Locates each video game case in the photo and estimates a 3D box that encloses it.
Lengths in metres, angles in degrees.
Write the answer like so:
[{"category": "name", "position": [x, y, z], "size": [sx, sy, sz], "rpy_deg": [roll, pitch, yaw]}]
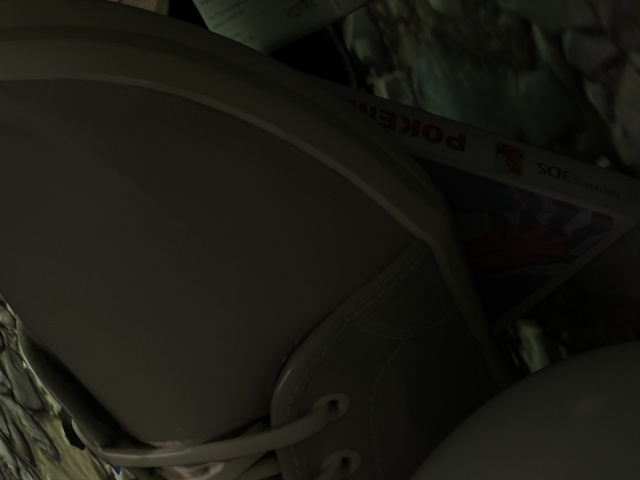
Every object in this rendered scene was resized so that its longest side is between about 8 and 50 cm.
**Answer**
[{"category": "video game case", "position": [0.000, 0.000, 0.759], "size": [0.183, 0.023, 0.201], "rpy_deg": [16, 151, -16]}]

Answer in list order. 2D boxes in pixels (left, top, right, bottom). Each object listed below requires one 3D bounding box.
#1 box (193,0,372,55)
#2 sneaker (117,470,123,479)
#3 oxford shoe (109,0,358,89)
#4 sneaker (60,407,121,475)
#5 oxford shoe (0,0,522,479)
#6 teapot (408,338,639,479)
[{"category": "box", "position": [0.003, -0.127, 0.664], "size": [0.087, 0.101, 0.102], "rpy_deg": [60, 155, -8]}, {"category": "sneaker", "position": [-0.079, 0.197, 1.259], "size": [0.091, 0.094, 0.258], "rpy_deg": [20, 144, 14]}, {"category": "oxford shoe", "position": [-0.039, -0.023, 0.853], "size": [0.130, 0.123, 0.348], "rpy_deg": [16, 137, 46]}, {"category": "sneaker", "position": [-0.143, 0.105, 1.269], "size": [0.084, 0.058, 0.152], "rpy_deg": [32, 154, 26]}, {"category": "oxford shoe", "position": [-0.017, 0.060, 0.719], "size": [0.169, 0.130, 0.449], "rpy_deg": [-3, 150, 25]}, {"category": "teapot", "position": [0.093, 0.147, 0.659], "size": [0.187, 0.252, 0.256], "rpy_deg": [1, 118, 52]}]
